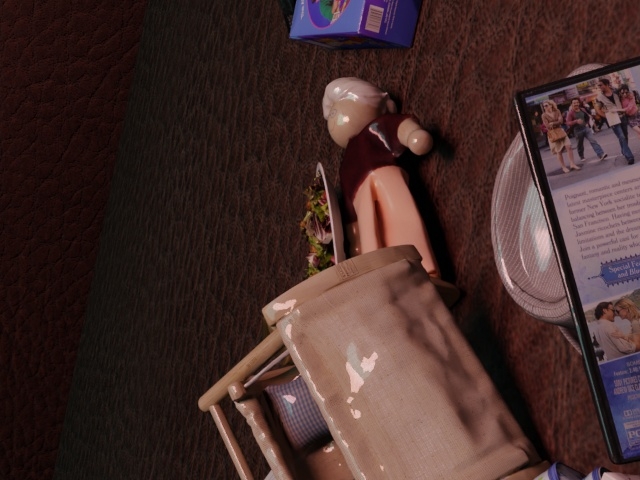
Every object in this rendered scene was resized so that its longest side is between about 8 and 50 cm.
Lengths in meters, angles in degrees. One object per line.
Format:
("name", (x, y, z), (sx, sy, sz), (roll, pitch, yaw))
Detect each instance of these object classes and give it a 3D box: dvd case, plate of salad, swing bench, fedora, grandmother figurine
("dvd case", (0.238, -0.003, 0.560), (0.022, 0.180, 0.253), (37, -140, -68))
("plate of salad", (0.000, 0.000, 1.145), (0.200, 0.048, 0.200), (174, 90, -86))
("swing bench", (0.039, 0.182, 0.848), (0.253, 0.165, 0.255), (60, 139, 24))
("fedora", (0.220, -0.037, 0.677), (0.244, 0.124, 0.275), (49, 126, 58))
("grandmother figurine", (0.068, -0.062, 1.037), (0.208, 0.104, 0.342), (-50, 41, 38))

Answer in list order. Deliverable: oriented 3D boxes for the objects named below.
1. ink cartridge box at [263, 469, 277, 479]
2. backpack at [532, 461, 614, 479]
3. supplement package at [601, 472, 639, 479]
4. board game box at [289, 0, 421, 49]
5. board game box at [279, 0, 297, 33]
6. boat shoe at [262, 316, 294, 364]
("ink cartridge box", (-0.003, 0.339, 1.075), (0.127, 0.072, 0.175), (-59, 33, 37))
("backpack", (0.204, 0.217, 0.656), (0.084, 0.105, 0.114), (-48, 32, 13))
("supplement package", (0.225, 0.282, 0.541), (0.134, 0.139, 0.244), (-142, 63, -63))
("board game box", (0.069, -0.432, 1.178), (0.233, 0.078, 0.347), (25, 104, 64))
("board game box", (-0.032, -0.398, 1.310), (0.186, 0.026, 0.126), (67, -143, -76))
("boat shoe", (-0.049, 0.142, 1.283), (0.153, 0.048, 0.056), (-167, 75, -71))
